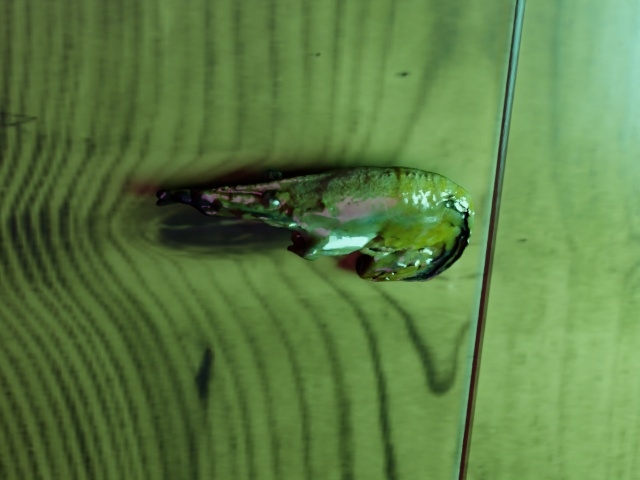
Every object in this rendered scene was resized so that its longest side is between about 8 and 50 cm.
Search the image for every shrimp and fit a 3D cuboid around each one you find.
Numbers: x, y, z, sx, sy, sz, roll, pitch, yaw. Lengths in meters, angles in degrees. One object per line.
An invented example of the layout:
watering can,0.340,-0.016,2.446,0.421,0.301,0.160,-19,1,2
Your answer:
shrimp,-0.002,-0.003,1.218,0.262,0.066,0.117,-3,119,-3
